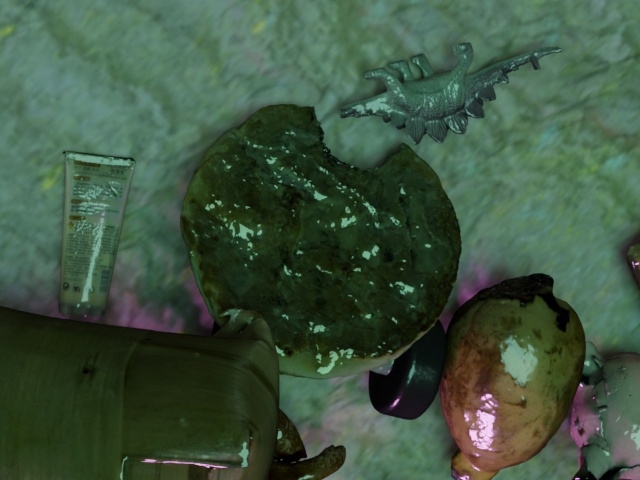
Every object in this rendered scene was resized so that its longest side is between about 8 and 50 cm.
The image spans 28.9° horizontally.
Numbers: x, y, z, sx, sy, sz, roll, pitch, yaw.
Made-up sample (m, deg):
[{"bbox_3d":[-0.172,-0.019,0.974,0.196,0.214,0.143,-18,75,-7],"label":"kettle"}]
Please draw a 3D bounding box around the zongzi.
[{"bbox_3d":[-0.253,0.214,0.998,0.447,0.181,0.418,8,124,10],"label":"zongzi"}]

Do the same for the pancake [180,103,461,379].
[{"bbox_3d":[0.000,0.000,1.038,0.253,0.037,0.253,8,67,-19],"label":"pancake"}]

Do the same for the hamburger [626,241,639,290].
[{"bbox_3d":[0.404,0.038,1.116,0.135,0.208,0.155,-38,106,-22],"label":"hamburger"}]

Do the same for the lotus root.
[{"bbox_3d":[0.168,0.130,1.121,0.138,0.138,0.214,3,116,-14],"label":"lotus root"}]

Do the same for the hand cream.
[{"bbox_3d":[-0.197,-0.003,1.052,0.061,0.039,0.143,8,90,-9],"label":"hand cream"}]

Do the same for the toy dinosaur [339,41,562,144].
[{"bbox_3d":[0.116,-0.134,1.095,0.209,0.039,0.082,-19,106,-10],"label":"toy dinosaur"}]

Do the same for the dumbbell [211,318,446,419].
[{"bbox_3d":[0.007,0.090,1.084,0.191,0.100,0.100,16,97,-17],"label":"dumbbell"}]

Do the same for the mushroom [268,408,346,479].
[{"bbox_3d":[-0.061,0.202,1.098,0.170,0.080,0.135,-6,111,-4],"label":"mushroom"}]

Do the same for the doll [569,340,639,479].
[{"bbox_3d":[0.315,0.166,1.165,0.192,0.095,0.149,-1,70,-8],"label":"doll"}]
